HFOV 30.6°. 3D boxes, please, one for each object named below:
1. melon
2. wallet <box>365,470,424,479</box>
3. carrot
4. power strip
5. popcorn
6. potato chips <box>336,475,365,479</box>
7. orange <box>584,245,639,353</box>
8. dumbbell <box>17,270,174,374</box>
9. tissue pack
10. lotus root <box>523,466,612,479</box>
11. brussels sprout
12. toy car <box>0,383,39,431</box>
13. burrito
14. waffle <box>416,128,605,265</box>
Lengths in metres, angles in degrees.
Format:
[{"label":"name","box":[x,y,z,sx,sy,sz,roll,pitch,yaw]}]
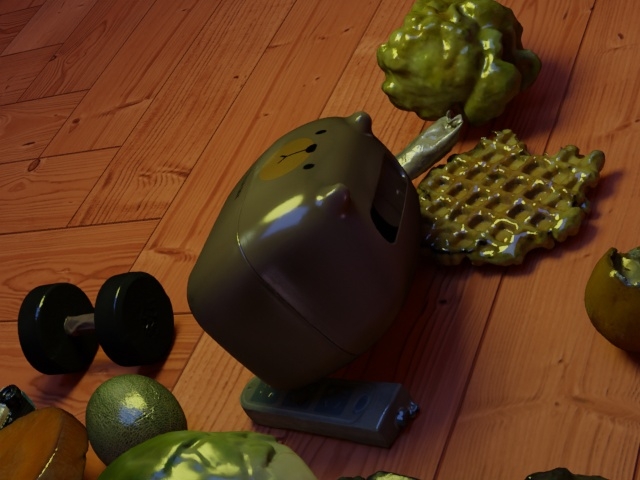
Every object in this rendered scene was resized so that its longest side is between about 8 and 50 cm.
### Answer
[{"label":"melon","box":[-0.262,0.266,1.670,0.139,0.139,0.192,-39,39,-13]},{"label":"wallet","box":[0.075,0.406,1.309,0.170,0.044,0.321,6,49,27]},{"label":"carrot","box":[-0.450,0.369,1.670,0.258,0.100,0.307,-7,46,47]},{"label":"power strip","box":[0.001,0.226,1.608,0.286,0.048,0.080,1,45,39]},{"label":"popcorn","box":[0.236,-0.310,1.945,0.235,0.242,0.250,-52,3,45]},{"label":"potato chips","box":[0.018,0.372,1.426,0.092,0.028,0.207,-6,41,16]},{"label":"orange","box":[0.403,0.065,1.440,0.156,0.134,0.156,-14,51,18]},{"label":"dumbbell","box":[-0.363,0.135,1.895,0.218,0.152,0.152,-9,40,28]},{"label":"tissue pack","box":[0.000,0.000,1.640,0.277,0.267,0.387,-36,16,27]},{"label":"lotus root","box":[0.288,0.383,1.138,0.210,0.142,0.314,13,36,-4]},{"label":"brussels sprout","box":[-0.136,0.371,1.351,0.344,0.268,0.344,-8,60,14]},{"label":"toy car","box":[-0.511,0.313,1.844,0.070,0.080,0.171,-8,41,32]},{"label":"burrito","box":[0.123,-0.107,1.876,0.275,0.059,0.082,-39,1,7]},{"label":"waffle","box":[0.272,-0.066,1.763,0.300,0.058,0.281,-1,46,34]}]
